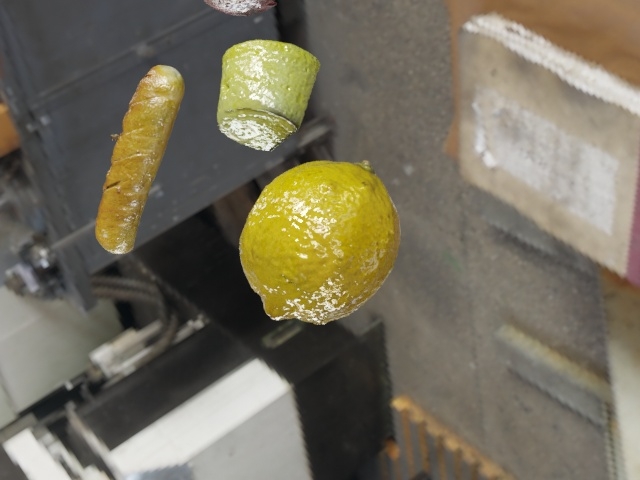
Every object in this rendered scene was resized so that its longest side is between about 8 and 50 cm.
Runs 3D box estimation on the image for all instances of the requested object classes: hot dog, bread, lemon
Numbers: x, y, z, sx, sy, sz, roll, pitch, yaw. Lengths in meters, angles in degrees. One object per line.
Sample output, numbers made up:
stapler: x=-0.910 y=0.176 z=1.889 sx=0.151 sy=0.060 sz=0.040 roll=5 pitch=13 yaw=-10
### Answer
hot dog: x=-0.263 y=-0.114 z=1.761 sx=0.087 sy=0.061 sz=0.286 roll=29 pitch=109 yaw=41
bread: x=-0.072 y=-0.187 z=1.531 sx=0.111 sy=0.114 sz=0.129 roll=17 pitch=155 yaw=-20
lemon: x=0.000 y=0.000 z=1.539 sx=0.192 sy=0.231 sz=0.192 roll=32 pitch=175 yaw=3

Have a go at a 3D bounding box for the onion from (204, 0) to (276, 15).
onion: x=-0.134 y=-0.475 z=1.958 sx=0.195 sy=0.139 sz=0.218 roll=69 pitch=-159 yaw=-57
